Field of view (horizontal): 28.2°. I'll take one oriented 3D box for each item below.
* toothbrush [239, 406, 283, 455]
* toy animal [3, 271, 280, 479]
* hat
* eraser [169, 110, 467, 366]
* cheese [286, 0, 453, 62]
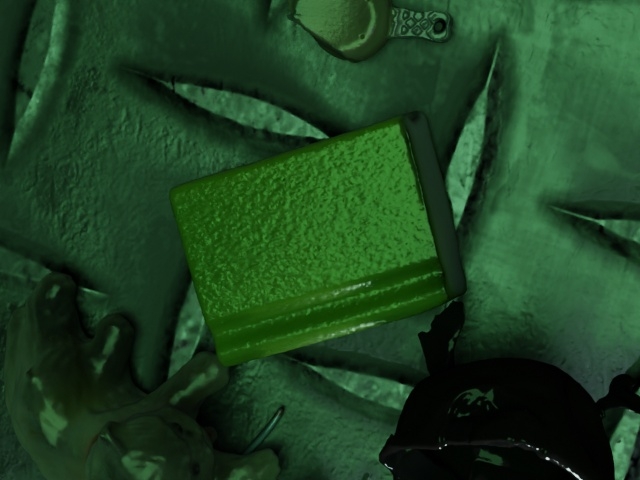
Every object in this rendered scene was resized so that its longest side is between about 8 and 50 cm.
[{"bbox_3d":[-0.098,0.261,1.425,0.019,0.013,0.193,36,102,-1],"label":"toothbrush"},{"bbox_3d":[-0.238,0.182,1.361,0.266,0.188,0.307,-21,96,28],"label":"toy animal"},{"bbox_3d":[0.197,0.214,1.302,0.238,0.209,0.336,13,139,19],"label":"hat"},{"bbox_3d":[0.000,0.000,1.338,0.274,0.092,0.210,-14,94,14],"label":"eraser"},{"bbox_3d":[0.048,-0.225,1.324,0.171,0.047,0.092,27,102,7],"label":"cheese"}]
